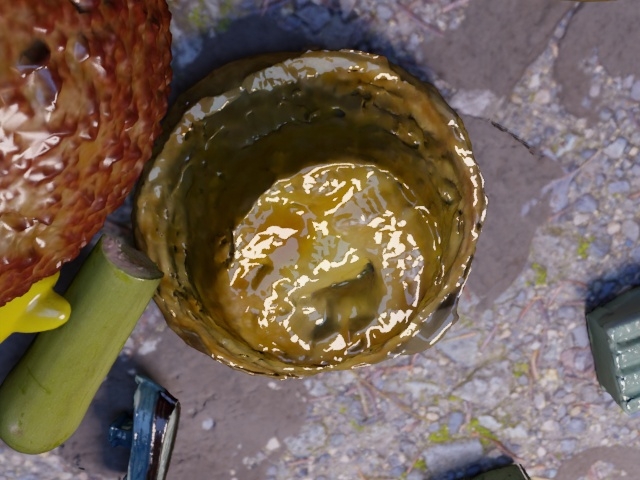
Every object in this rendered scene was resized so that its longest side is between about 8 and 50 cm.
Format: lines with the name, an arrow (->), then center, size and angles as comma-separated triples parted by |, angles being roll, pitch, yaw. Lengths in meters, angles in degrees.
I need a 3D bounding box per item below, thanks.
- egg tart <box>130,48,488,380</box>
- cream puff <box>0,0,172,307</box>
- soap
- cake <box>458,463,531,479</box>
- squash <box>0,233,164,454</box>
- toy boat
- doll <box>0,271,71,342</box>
egg tart -> -0.001, -0.004, 0.820 | 0.341, 0.129, 0.341 | -4, 113, -10
cream puff -> -0.213, -0.094, 0.534 | 0.228, 0.350, 0.350 | 21, 112, 18
soap -> 0.381, 0.093, 0.964 | 0.198, 0.063, 0.115 | -17, 113, -3
cake -> 0.189, 0.372, 1.029 | 0.099, 0.100, 0.235 | -8, 114, -5
squash -> -0.214, 0.096, 0.829 | 0.083, 0.083, 0.250 | 27, 118, -20
toy boat -> -0.174, 0.190, 0.909 | 0.060, 0.060, 0.137 | 18, 116, 8
doll -> -0.306, 0.028, 0.764 | 0.199, 0.145, 0.363 | 43, 104, 2
